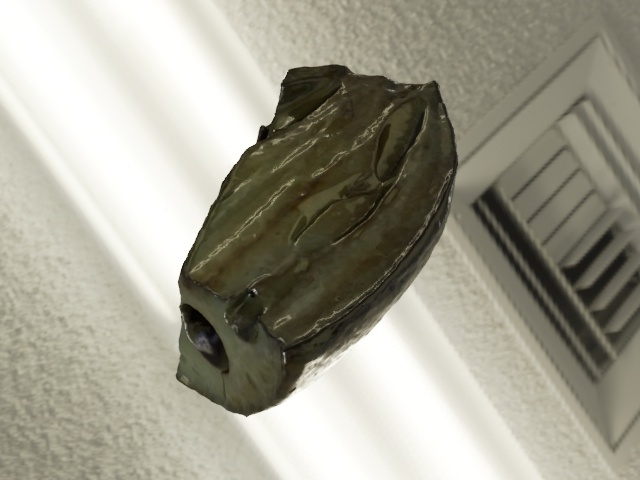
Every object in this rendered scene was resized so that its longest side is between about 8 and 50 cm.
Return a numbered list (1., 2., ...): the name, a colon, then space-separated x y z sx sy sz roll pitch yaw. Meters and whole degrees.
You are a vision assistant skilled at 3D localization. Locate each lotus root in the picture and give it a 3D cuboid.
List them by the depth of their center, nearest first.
1. lotus root: -0.001 0.003 0.899 0.314 0.210 0.142 -53 -31 -35
